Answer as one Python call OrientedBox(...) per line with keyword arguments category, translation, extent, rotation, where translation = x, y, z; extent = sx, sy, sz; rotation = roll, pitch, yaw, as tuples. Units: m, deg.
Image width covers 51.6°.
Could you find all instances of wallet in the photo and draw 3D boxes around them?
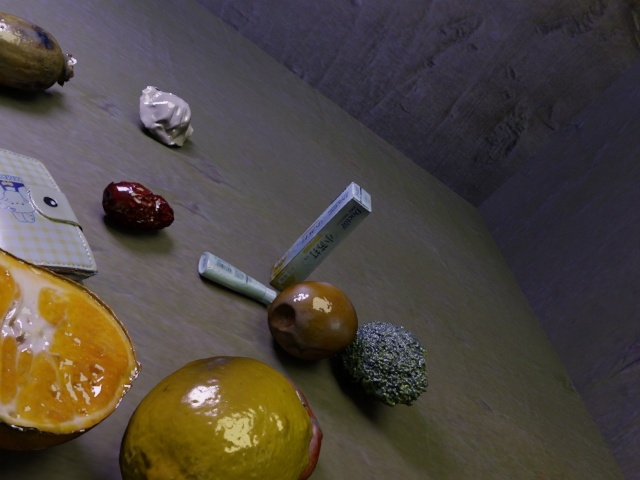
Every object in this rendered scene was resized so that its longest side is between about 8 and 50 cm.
OrientedBox(category="wallet", translation=(-0.520, -0.044, 1.124), extent=(0.223, 0.077, 0.309), rotation=(6, 43, -49))

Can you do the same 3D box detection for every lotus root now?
OrientedBox(category="lotus root", translation=(-0.629, -0.392, 1.412), extent=(0.278, 0.154, 0.154), rotation=(13, 39, -54))

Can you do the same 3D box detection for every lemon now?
OrientedBox(category="lemon", translation=(-0.146, 0.292, 0.943), extent=(0.260, 0.260, 0.284), rotation=(39, 20, -11))

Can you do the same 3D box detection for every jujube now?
OrientedBox(category="jujube", translation=(-0.368, -0.065, 1.359), extent=(0.166, 0.104, 0.104), rotation=(20, 33, -46))

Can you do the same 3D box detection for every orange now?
OrientedBox(category="orange", translation=(-0.401, 0.125, 0.816), extent=(0.310, 0.274, 0.274), rotation=(70, -3, -49))

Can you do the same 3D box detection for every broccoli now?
OrientedBox(category="broccoli", translation=(0.137, 0.282, 1.523), extent=(0.198, 0.226, 0.176), rotation=(-36, 100, -43))

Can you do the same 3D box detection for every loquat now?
OrientedBox(category="loquat", translation=(-0.011, 0.175, 1.442), extent=(0.227, 0.179, 0.179), rotation=(17, 36, -53))

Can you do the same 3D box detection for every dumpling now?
OrientedBox(category="dumpling", translation=(-0.398, -0.315, 1.727), extent=(0.188, 0.108, 0.127), rotation=(43, 41, -49))

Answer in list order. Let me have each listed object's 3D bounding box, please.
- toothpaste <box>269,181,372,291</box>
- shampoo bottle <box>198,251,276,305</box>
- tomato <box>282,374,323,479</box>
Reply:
OrientedBox(category="toothpaste", translation=(0.000, 0.000, 1.571), extent=(0.071, 0.313, 0.089), rotation=(37, 26, -17))
OrientedBox(category="shampoo bottle", translation=(-0.182, 0.090, 1.472), extent=(0.190, 0.041, 0.069), rotation=(31, 22, -29))
OrientedBox(category="tomato", translation=(-0.086, 0.320, 1.184), extent=(0.237, 0.095, 0.237), rotation=(36, 24, -19))
